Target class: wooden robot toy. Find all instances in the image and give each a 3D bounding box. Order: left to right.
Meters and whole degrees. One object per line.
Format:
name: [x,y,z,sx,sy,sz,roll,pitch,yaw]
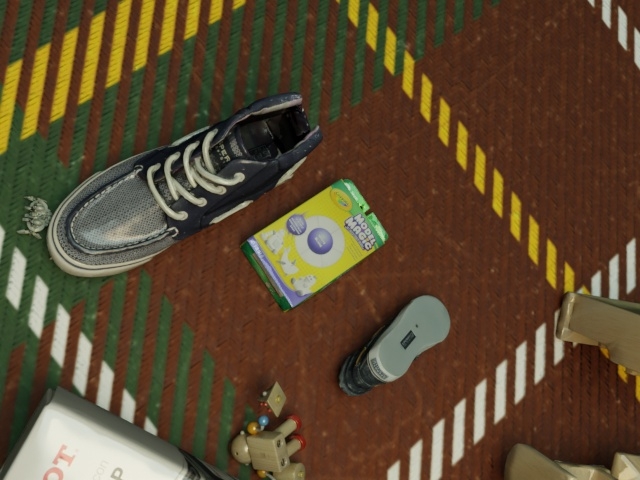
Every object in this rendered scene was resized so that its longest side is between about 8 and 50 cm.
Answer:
wooden robot toy: [-0.067,0.249,1.144,0.076,0.079,0.173,-29,112,-58]

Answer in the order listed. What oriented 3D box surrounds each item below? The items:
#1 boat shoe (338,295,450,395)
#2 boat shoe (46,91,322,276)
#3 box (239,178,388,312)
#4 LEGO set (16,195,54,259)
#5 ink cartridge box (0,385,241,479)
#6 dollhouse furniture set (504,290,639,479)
boat shoe: [0.092,0.131,1.228,0.065,0.083,0.183,57,40,0]
boat shoe: [-0.154,-0.076,1.128,0.340,0.158,0.127,-31,88,-26]
box: [0.000,0.000,1.235,0.179,0.043,0.105,-35,90,-25]
LEGO set: [-0.321,-0.019,1.133,0.083,0.023,0.054,41,67,-6]
ink cartridge box: [-0.174,0.368,0.990,0.395,0.166,0.285,30,81,-10]
dollhouse furniture set: [0.410,0.289,1.253,0.362,0.256,0.394,10,95,-17]
